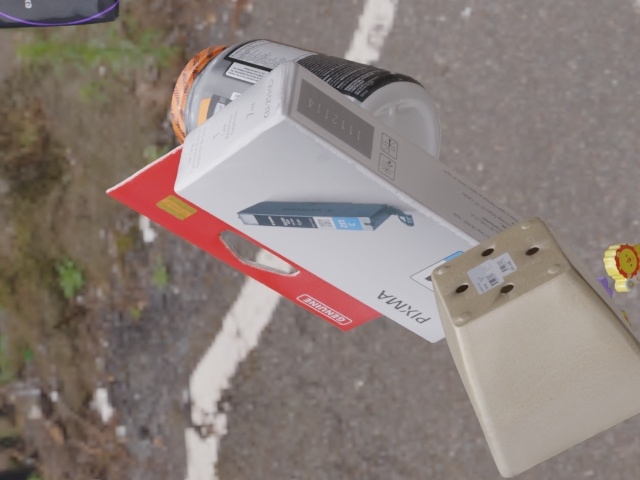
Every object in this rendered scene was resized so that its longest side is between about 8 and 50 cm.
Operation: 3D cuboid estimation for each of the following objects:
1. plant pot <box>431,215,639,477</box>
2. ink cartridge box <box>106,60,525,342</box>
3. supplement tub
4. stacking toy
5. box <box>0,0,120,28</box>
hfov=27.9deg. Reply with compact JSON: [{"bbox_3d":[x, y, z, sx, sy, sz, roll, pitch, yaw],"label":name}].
[{"bbox_3d":[0.124,0.052,0.757,0.096,0.109,0.109,59,-173,-27],"label":"plant pot"},{"bbox_3d":[0.000,0.000,1.096,0.261,0.296,0.066,-30,40,41],"label":"ink cartridge box"},{"bbox_3d":[-0.026,-0.137,1.574,0.316,0.194,0.193,21,112,42],"label":"supplement tub"},{"bbox_3d":[0.331,0.107,1.469,0.167,0.052,0.221,-11,111,57],"label":"stacking toy"},{"bbox_3d":[-0.245,-0.201,0.680,0.143,0.270,0.165,-117,25,-67],"label":"box"}]
